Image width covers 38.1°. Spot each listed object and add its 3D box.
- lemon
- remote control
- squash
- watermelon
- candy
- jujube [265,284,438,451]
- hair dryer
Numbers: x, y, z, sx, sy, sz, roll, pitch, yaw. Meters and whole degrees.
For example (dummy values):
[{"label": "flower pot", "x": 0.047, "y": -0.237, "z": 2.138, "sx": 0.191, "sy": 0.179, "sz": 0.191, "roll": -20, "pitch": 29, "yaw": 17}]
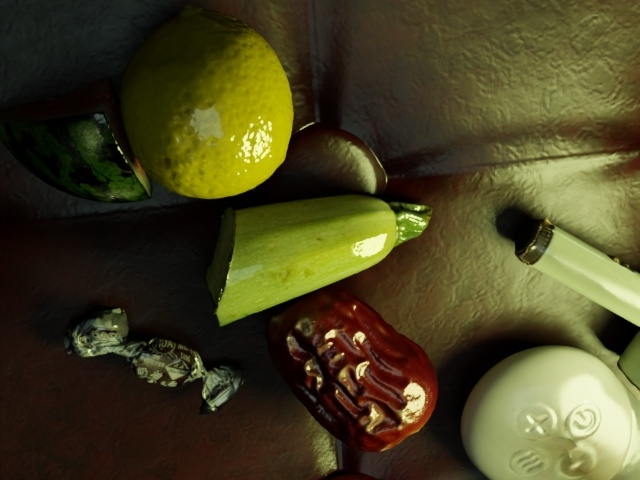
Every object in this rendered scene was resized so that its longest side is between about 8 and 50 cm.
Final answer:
[{"label": "lemon", "x": -0.117, "y": -0.140, "z": 0.952, "sx": 0.178, "sy": 0.178, "sz": 0.203, "roll": -10, "pitch": 114, "yaw": -4}, {"label": "remote control", "x": 0.331, "y": 0.273, "z": 1.247, "sx": 0.221, "sy": 0.103, "sz": 0.332, "roll": -40, "pitch": 115, "yaw": 13}, {"label": "squash", "x": -0.002, "y": -0.007, "z": 1.065, "sx": 0.287, "sy": 0.137, "sz": 0.137, "roll": -18, "pitch": 116, "yaw": -4}, {"label": "watermelon", "x": -0.272, "y": -0.098, "z": 0.989, "sx": 0.145, "sy": 0.137, "sz": 0.193, "roll": -15, "pitch": 158, "yaw": -2}, {"label": "candy", "x": -0.204, "y": 0.148, "z": 1.144, "sx": 0.226, "sy": 0.051, "sz": 0.094, "roll": 24, "pitch": 119, "yaw": -16}, {"label": "jujube", "x": 0.038, "y": 0.151, "z": 1.129, "sx": 0.155, "sy": 0.155, "sz": 0.230, "roll": -39, "pitch": 104, "yaw": 10}, {"label": "hair dryer", "x": 0.386, "y": 0.064, "z": 1.163, "sx": 0.361, "sy": 0.128, "sz": 0.203, "roll": 28, "pitch": 108, "yaw": -11}]
